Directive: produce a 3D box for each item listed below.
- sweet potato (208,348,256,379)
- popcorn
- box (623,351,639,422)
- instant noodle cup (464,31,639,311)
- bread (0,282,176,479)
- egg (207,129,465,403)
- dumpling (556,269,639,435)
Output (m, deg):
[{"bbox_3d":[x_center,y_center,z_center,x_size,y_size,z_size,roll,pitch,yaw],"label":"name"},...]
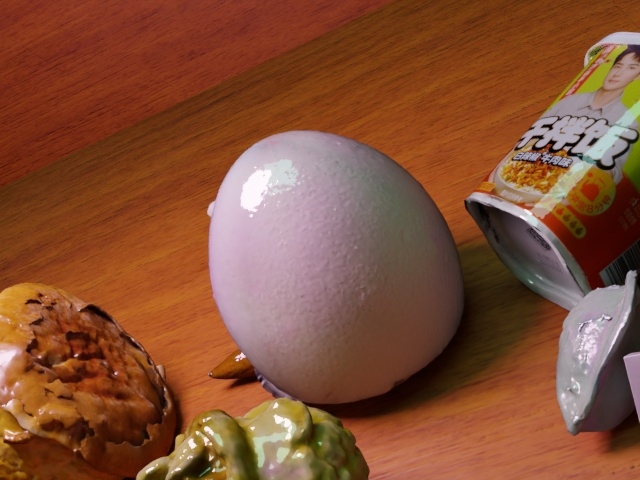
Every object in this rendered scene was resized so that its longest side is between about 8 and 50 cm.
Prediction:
[{"bbox_3d":[-0.055,0.171,1.336,0.265,0.057,0.057,-20,28,6],"label":"sweet potato"},{"bbox_3d":[-0.062,0.298,0.935,0.259,0.259,0.212,-30,54,0],"label":"popcorn"},{"bbox_3d":[0.385,0.165,0.832,0.129,0.130,0.051,-16,-10,26],"label":"box"},{"bbox_3d":[0.382,-0.078,1.125,0.308,0.294,0.294,-42,29,-8],"label":"instant noodle cup"},{"bbox_3d":[-0.394,0.242,1.292,0.204,0.337,0.358,-49,22,15],"label":"bread"},{"bbox_3d":[0.000,0.000,1.182,0.355,0.339,0.354,-17,32,11],"label":"egg"},{"bbox_3d":[0.319,0.116,0.955,0.105,0.149,0.216,-1,43,37],"label":"dumpling"}]
